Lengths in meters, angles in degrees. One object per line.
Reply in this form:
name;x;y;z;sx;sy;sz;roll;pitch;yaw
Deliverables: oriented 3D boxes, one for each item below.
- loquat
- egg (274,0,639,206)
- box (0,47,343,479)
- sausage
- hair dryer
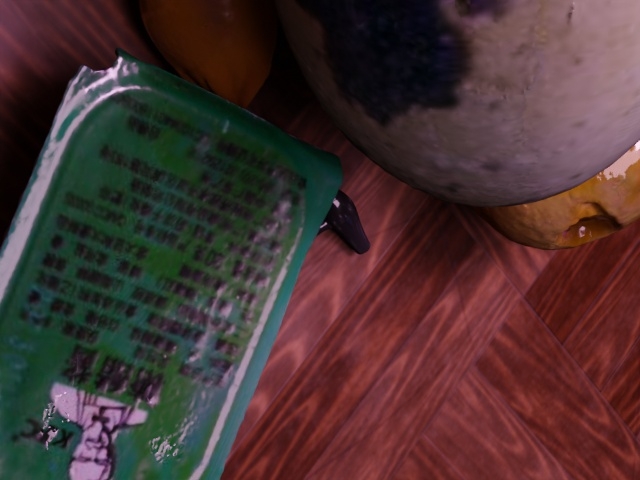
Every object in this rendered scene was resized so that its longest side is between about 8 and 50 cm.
loquat;0.206;-0.093;1.518;0.213;0.213;0.213;-11;108;-35
egg;0.128;-0.220;1.256;0.345;0.345;0.428;-28;142;-29
box;-0.157;0.040;1.323;0.264;0.106;0.336;25;87;-38
sausage;-0.092;-0.232;1.303;0.112;0.112;0.328;-22;115;-31
hair dryer;0.000;0.000;1.489;0.083;0.031;0.079;-38;132;-7
